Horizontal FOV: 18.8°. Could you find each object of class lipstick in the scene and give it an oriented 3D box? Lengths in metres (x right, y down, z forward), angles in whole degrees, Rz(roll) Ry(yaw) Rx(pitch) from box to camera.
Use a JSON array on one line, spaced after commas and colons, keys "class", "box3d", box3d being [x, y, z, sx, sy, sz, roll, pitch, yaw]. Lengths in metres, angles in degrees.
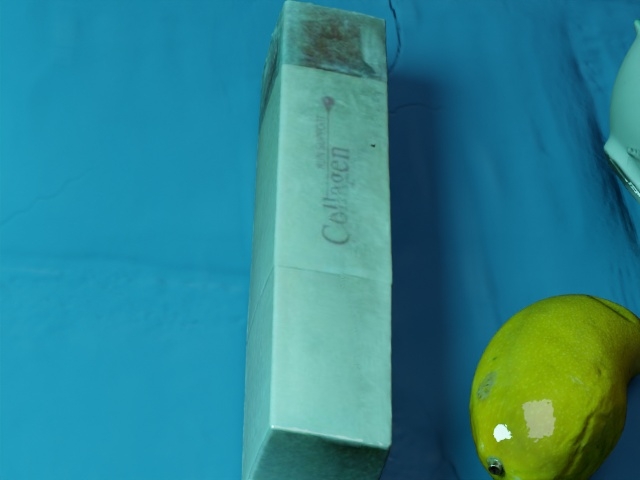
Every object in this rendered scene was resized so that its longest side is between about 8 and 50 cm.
[{"class": "lipstick", "box3d": [0.000, 0.000, 1.199, 0.076, 0.079, 0.371, 11, 44, -10]}]

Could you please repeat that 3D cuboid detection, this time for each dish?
[{"class": "dish", "box3d": [0.257, -0.030, 1.292, 0.078, 0.224, 0.246, -38, 79, 6]}]

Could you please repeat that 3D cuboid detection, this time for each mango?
[{"class": "mango", "box3d": [0.144, 0.087, 1.170, 0.098, 0.075, 0.190, 43, 43, 1]}]
